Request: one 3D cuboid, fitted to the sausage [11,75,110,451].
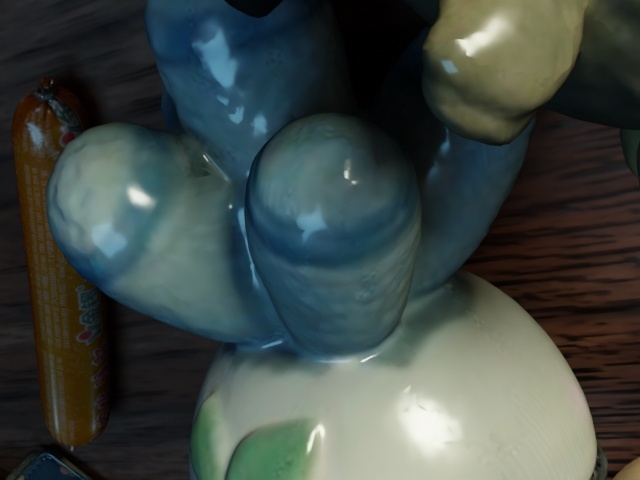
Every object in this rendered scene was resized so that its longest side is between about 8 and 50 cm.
[{"bbox_3d":[-0.176,0.032,0.942,0.053,0.053,0.348,22,135,18],"label":"sausage"}]

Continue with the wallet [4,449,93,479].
[{"bbox_3d":[-0.240,0.278,1.090,0.141,0.202,0.059,37,148,5],"label":"wallet"}]

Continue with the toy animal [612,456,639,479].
[{"bbox_3d":[0.239,0.149,0.673,0.197,0.171,0.171,-11,127,-5],"label":"toy animal"}]

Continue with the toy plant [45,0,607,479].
[{"bbox_3d":[0.000,0.000,0.690,0.247,0.247,0.332,0,118,35],"label":"toy plant"}]

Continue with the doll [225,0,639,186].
[{"bbox_3d":[0.078,-0.225,0.472,0.382,0.252,0.379,37,106,-1],"label":"doll"}]
